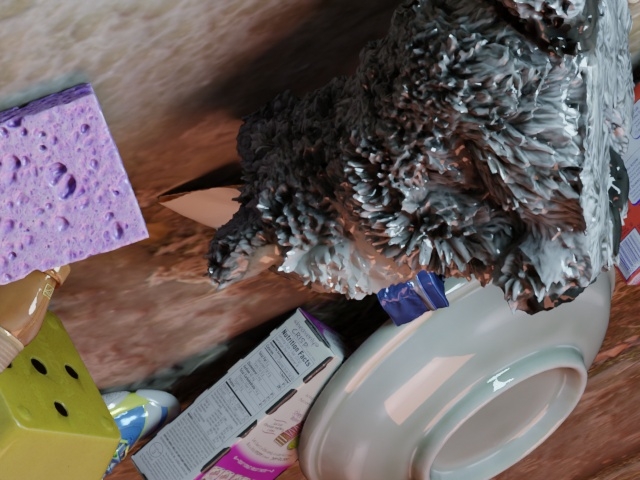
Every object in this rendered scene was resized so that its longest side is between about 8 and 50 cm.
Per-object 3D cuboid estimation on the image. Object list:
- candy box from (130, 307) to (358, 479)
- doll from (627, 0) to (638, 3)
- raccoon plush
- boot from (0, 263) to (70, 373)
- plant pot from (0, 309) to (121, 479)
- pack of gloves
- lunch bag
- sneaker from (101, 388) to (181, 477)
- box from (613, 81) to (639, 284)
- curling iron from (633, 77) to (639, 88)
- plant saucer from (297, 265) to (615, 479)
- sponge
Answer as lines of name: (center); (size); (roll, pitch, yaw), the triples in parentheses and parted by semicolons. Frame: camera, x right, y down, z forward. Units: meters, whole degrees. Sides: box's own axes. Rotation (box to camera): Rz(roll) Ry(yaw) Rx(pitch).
candy box: (-0.062, 0.183, 1.901); (0.233, 0.071, 0.159); (-41, 156, 5)
doll: (0.189, -0.188, 1.326); (0.189, 0.046, 0.129); (-29, 158, 25)
raccoon plush: (0.045, -0.137, 1.245); (0.299, 0.216, 0.446); (3, 123, 18)
boot: (-0.266, 0.023, 1.392); (0.152, 0.197, 0.073); (-55, 142, -12)
plant pot: (-0.300, 0.161, 1.569); (0.187, 0.212, 0.212); (-42, 153, 18)
pack of gloves: (0.000, 0.000, 1.557); (0.195, 0.046, 0.232); (-9, 163, 18)
lunch bag: (0.084, 0.032, 1.749); (0.065, 0.067, 0.098); (-22, 158, 7)
sneaker: (-0.246, 0.233, 1.874); (0.240, 0.126, 0.091); (-13, 158, -15)
box: (0.336, -0.088, 1.535); (0.122, 0.128, 0.257); (-2, 143, -41)
curling iron: (0.181, -0.089, 1.588); (0.274, 0.035, 0.068); (-26, 180, 5)
plant saucer: (0.168, 0.162, 1.951); (0.400, 0.100, 0.400); (-28, 150, -17)
sponge: (-0.237, -0.023, 1.289); (0.210, 0.031, 0.117); (-19, 117, -2)
